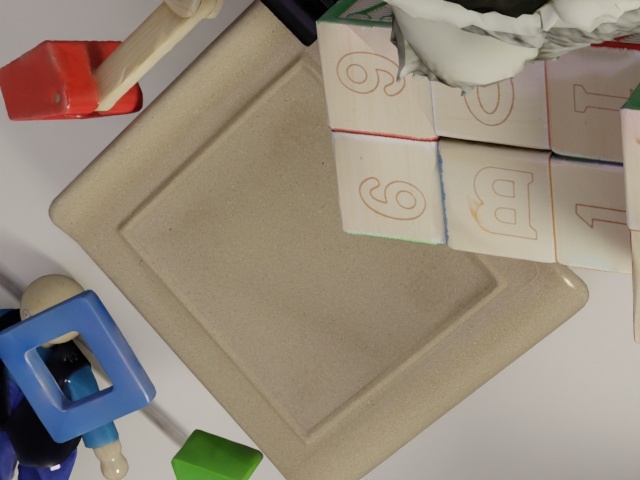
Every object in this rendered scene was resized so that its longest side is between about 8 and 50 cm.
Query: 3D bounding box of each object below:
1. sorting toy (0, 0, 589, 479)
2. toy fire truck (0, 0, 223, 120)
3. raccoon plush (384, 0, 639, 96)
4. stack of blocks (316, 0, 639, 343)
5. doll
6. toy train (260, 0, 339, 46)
[{"bbox_3d":[0.000,0.000,0.874,0.196,0.047,0.348,47,120,-4],"label":"sorting toy"},{"bbox_3d":[-0.072,-0.136,0.817,0.192,0.047,0.135,-20,80,42],"label":"toy fire truck"},{"bbox_3d":[0.044,-0.263,0.554,0.216,0.446,0.299,-10,144,34],"label":"raccoon plush"},{"bbox_3d":[0.152,-0.041,0.646,0.297,0.171,0.087,9,122,27],"label":"stack of blocks"},{"bbox_3d":[-0.157,0.096,1.064,0.129,0.046,0.189,36,127,25],"label":"doll"},{"bbox_3d":[0.030,-0.063,0.786,0.158,0.036,0.027,44,120,-3],"label":"toy train"}]
